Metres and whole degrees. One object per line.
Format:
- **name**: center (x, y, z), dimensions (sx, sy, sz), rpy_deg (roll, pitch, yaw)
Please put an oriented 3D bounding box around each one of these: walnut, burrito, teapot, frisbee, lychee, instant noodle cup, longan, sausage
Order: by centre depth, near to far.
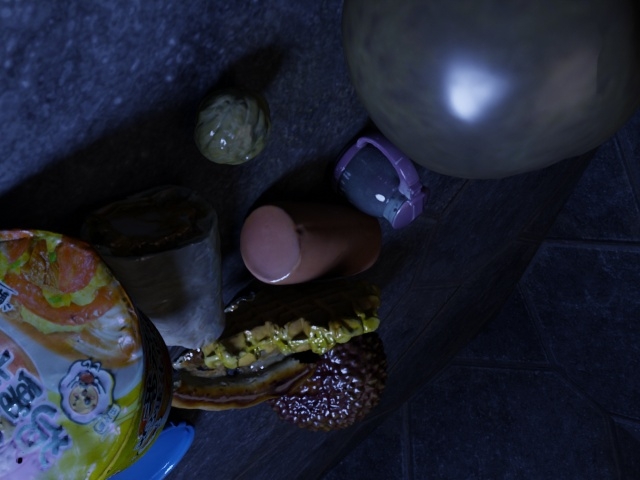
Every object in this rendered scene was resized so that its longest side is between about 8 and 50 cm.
- **instant noodle cup**: center (-0.266, 0.137, 0.689), dimensions (0.264, 0.264, 0.200), rpy_deg (-44, 166, -8)
- **longan**: center (0.193, -0.223, 0.766), dimensions (0.361, 0.361, 0.361), rpy_deg (-39, 157, -20)
- **walnut**: center (-0.095, -0.123, 0.770), dimensions (0.092, 0.092, 0.092), rpy_deg (-39, 157, -20)
- **burrito**: center (-0.179, 0.037, 0.857), dimensions (0.143, 0.105, 0.299), rpy_deg (-35, 158, -18)
- **teapot**: center (0.102, -0.095, 1.086), dimensions (0.116, 0.146, 0.148), rpy_deg (-22, 147, -47)
- **sausage**: center (0.000, 0.000, 1.097), dimensions (0.121, 0.121, 0.304), rpy_deg (-55, 158, 19)
- **frisbee**: center (-0.327, 0.399, 1.280), dimensions (0.242, 0.045, 0.242), rpy_deg (-38, 156, -21)
- **lychee**: center (0.011, 0.234, 1.382), dimensions (0.271, 0.271, 0.271), rpy_deg (-39, 157, -20)

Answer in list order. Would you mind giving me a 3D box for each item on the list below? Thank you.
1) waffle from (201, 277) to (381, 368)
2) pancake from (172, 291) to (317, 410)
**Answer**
- **waffle**: center (-0.036, 0.115, 1.027), dimensions (0.249, 0.253, 0.056), rpy_deg (-33, 114, -51)
- **pancake**: center (-0.121, 0.211, 1.191), dimensions (0.257, 0.056, 0.212), rpy_deg (-44, 123, -2)
